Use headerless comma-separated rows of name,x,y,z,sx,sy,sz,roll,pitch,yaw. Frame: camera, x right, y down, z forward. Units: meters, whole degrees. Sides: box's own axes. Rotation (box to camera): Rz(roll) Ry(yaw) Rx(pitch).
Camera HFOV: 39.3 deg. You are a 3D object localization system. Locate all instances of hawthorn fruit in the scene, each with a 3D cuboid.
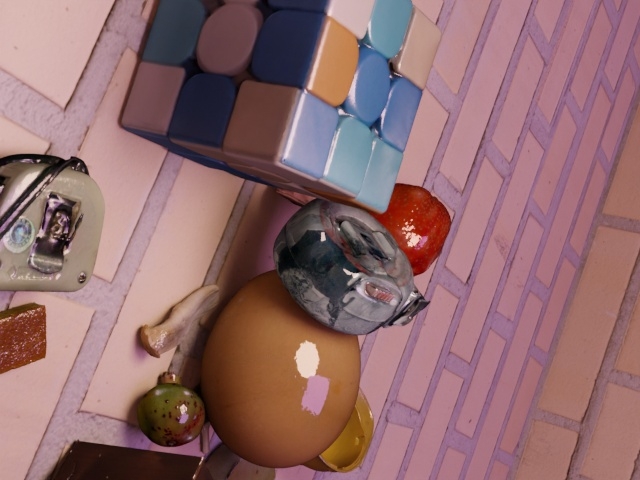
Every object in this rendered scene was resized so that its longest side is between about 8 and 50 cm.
hawthorn fruit,0.183,-0.005,2.064,0.253,0.205,0.205,-58,143,-21

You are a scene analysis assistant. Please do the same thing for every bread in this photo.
bread,-0.455,0.146,1.335,0.094,0.035,0.090,-19,118,-52

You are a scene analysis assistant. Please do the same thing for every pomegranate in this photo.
pomegranate,-0.263,0.305,1.603,0.130,0.130,0.130,-26,123,-49

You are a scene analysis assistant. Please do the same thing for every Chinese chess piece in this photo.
Chinese chess piece,-0.174,0.505,1.848,0.188,0.083,0.188,-20,116,-48

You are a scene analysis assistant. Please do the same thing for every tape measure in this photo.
tape measure,-0.414,-0.025,1.260,0.235,0.115,0.207,6,100,-56
tape measure,0.051,0.041,1.618,0.275,0.256,0.147,4,135,-52

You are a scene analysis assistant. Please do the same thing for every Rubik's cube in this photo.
Rubik's cube,-0.057,-0.269,1.478,0.344,0.347,0.347,19,86,-55

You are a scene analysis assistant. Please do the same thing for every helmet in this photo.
helmet,-0.003,0.424,2.013,0.205,0.140,0.257,63,30,-3

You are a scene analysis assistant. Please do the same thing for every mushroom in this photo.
mushroom,-0.251,0.140,1.626,0.202,0.054,0.059,-44,141,-46

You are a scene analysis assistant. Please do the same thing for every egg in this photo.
egg,-0.074,0.236,1.689,0.301,0.301,0.374,39,51,-54

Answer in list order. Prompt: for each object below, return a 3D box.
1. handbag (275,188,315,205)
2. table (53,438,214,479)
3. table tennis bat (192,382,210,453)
handbag,0.009,-0.108,1.791,0.205,0.179,0.116,27,88,-47
table,-0.295,0.503,1.481,0.196,0.250,0.282,-68,152,-44
table tennis bat,-0.228,0.349,1.765,0.087,0.013,0.156,-23,120,-51
